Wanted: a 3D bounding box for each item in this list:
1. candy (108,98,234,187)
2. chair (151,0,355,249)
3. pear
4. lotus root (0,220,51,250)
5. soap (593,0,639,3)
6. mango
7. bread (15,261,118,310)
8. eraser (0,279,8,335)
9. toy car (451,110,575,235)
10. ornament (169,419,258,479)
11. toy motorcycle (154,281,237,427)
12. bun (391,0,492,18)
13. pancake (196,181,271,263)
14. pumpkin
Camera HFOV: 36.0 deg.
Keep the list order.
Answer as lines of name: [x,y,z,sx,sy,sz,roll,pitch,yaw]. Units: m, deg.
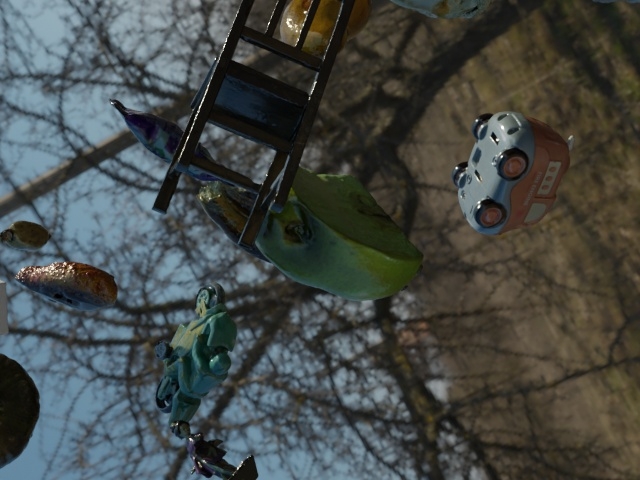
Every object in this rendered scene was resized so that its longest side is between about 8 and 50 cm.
candy: [-0.285,-0.186,1.868,0.275,0.070,0.145,33,-179,-21]
chair: [-0.109,-0.232,1.655,0.203,0.416,0.240,22,158,-8]
pear: [0.000,0.000,1.822,0.281,0.176,0.286,8,-146,-47]
lotus root: [-0.689,-0.010,2.299,0.152,0.072,0.063,2,-139,-54]
soap: [0.516,-0.487,1.374,0.159,0.257,0.302,97,174,-81]
mango: [0.007,-0.436,1.923,0.295,0.177,0.120,-63,-43,-61]
bread: [-0.543,0.091,2.119,0.268,0.095,0.139,6,151,42]
eraser: [-0.550,0.075,1.427,0.298,0.078,0.076,14,108,48]
toy car: [0.425,-0.140,2.131,0.181,0.212,0.271,-110,33,-52]
ornament: [-0.219,0.405,1.881,0.203,0.088,0.081,35,148,24]
toy motorcycle: [-0.247,0.245,2.023,0.109,0.297,0.198,20,-167,-37]
bun: [0.232,-0.475,1.681,0.287,0.287,0.146,52,-162,-62]
pancake: [-0.120,-0.060,2.198,0.266,0.244,0.057,47,-147,-22]
pumpkin: [-0.593,0.293,1.679,0.224,0.223,0.157,63,146,8]
